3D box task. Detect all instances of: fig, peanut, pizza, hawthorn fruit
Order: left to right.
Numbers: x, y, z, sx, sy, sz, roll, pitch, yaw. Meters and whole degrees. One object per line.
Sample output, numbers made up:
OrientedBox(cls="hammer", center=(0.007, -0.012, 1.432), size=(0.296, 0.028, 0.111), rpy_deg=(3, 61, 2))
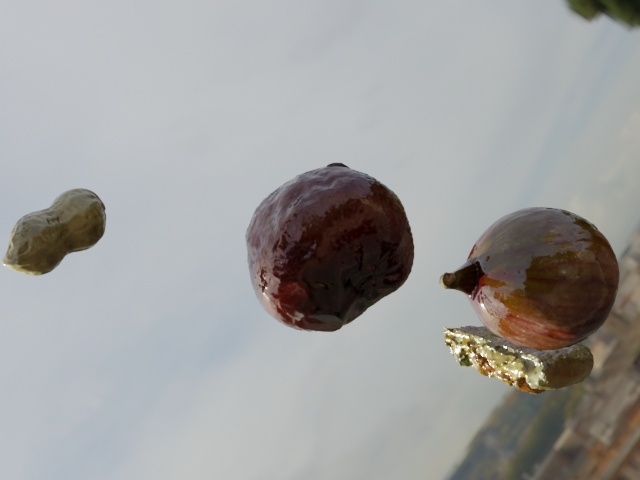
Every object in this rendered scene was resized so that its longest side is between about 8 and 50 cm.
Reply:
OrientedBox(cls="peanut", center=(-0.323, -0.009, 1.844), size=(0.187, 0.082, 0.082), rpy_deg=(-36, -21, -51))
OrientedBox(cls="hawthorn fruit", center=(0.000, 0.000, 2.029), size=(0.230, 0.210, 0.266), rpy_deg=(-49, 30, 5))
OrientedBox(cls="fig", center=(0.217, 0.041, 1.678), size=(0.175, 0.207, 0.175), rpy_deg=(180, 90, -82))
OrientedBox(cls="pizza", center=(0.254, 0.150, 1.943), size=(0.292, 0.197, 0.058), rpy_deg=(-58, -25, -82))
